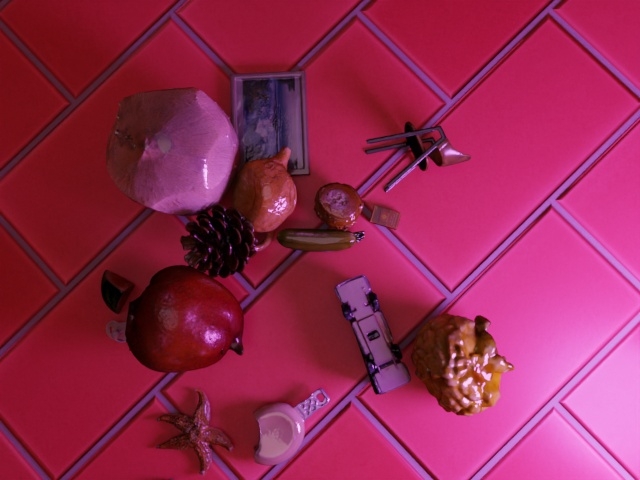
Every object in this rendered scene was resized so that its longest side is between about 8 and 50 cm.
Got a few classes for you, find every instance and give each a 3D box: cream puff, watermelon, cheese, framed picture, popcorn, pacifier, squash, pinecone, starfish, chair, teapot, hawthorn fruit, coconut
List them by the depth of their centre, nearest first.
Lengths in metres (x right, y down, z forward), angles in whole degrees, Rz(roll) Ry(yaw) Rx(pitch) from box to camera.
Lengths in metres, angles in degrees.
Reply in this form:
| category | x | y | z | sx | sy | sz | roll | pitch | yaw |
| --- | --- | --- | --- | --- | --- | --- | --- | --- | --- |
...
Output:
| category | x | y | z | sx | sy | sz | roll | pitch | yaw |
| --- | --- | --- | --- | --- | --- | --- | --- | --- | --- |
| popcorn | 0.369 | 0.322 | 1.570 | 0.257 | 0.224 | 0.271 | 17 | 77 | -12 |
| pinecone | -0.278 | 0.008 | 1.578 | 0.207 | 0.208 | 0.208 | 0 | 85 | 3 |
| coconut | -0.391 | -0.241 | 1.586 | 0.346 | 0.360 | 0.347 | 0 | 87 | 2 |
| hawthorn fruit | -0.365 | 0.207 | 1.594 | 0.311 | 0.295 | 0.295 | -4 | 84 | -22 |
| cheese | -0.080 | 0.522 | 1.649 | 0.248 | 0.071 | 0.164 | -17 | 84 | 1 |
| chair | 0.268 | -0.245 | 1.651 | 0.246 | 0.159 | 0.172 | -27 | 87 | 2 |
| teapot | -0.142 | -0.114 | 1.669 | 0.167 | 0.203 | 0.311 | 1 | 110 | -37 |
| starfish | -0.355 | 0.542 | 1.677 | 0.227 | 0.043 | 0.241 | 1 | 83 | 2 |
| cream puff | 0.047 | -0.097 | 1.678 | 0.144 | 0.103 | 0.126 | 39 | 75 | 5 |
| squash | 0.000 | 0.000 | 1.689 | 0.251 | 0.066 | 0.066 | 2 | 85 | 3 |
| pacifier | -0.581 | 0.268 | 1.701 | 0.083 | 0.064 | 0.068 | 7 | 103 | 4 |
| watermelon | -0.587 | 0.134 | 1.716 | 0.094 | 0.125 | 0.135 | -18 | 63 | -28 |
| framed picture | -0.151 | -0.343 | 1.748 | 0.231 | 0.024 | 0.315 | -3 | 86 | 2 |

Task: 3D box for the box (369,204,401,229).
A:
| category | x | y | z | sx | sy | sz | roll | pitch | yaw |
| --- | --- | --- | --- | --- | --- | --- | --- | --- | --- |
| box | 0.187 | -0.066 | 1.707 | 0.082 | 0.023 | 0.052 | 17 | 85 | 4 |

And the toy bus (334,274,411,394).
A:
| category | x | y | z | sx | sy | sz | roll | pitch | yaw |
| --- | --- | --- | --- | --- | --- | --- | --- | --- | --- |
| toy bus | 0.137 | 0.254 | 1.630 | 0.112 | 0.138 | 0.317 | -20 | 83 | -4 |

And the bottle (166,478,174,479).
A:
| category | x | y | z | sx | sy | sz | roll | pitch | yaw |
| --- | --- | --- | --- | --- | --- | --- | --- | --- | --- |
| bottle | -0.457 | 0.709 | 1.665 | 0.101 | 0.047 | 0.063 | -20 | 95 | 2 |
